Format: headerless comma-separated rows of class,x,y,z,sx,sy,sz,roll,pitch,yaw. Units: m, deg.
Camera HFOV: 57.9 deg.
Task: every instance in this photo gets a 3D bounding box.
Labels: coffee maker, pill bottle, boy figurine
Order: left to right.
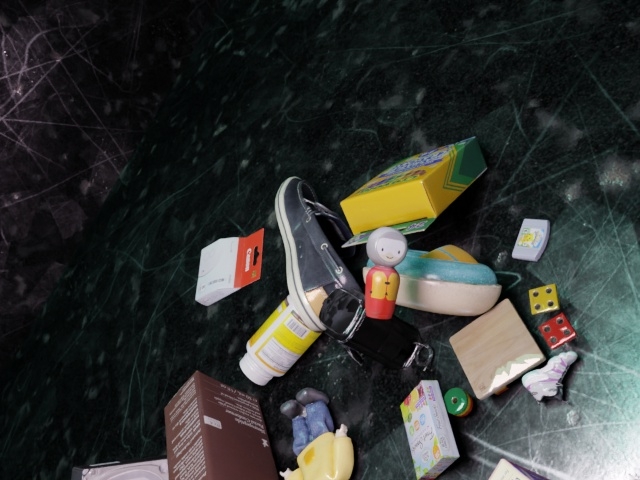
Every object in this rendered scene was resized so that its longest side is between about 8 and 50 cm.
pill bottle,-0.092,0.236,1.363,0.215,0.117,0.117,-49,38,9
boy figurine,-0.010,0.445,1.148,0.177,0.092,0.285,-38,38,18
coffee maker,0.110,0.174,1.142,0.171,0.178,0.120,-8,59,44

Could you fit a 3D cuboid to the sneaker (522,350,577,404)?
sneaker,0.383,0.228,0.929,0.098,0.038,0.069,-40,51,17

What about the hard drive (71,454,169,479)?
hard drive,-0.424,0.655,1.250,0.064,0.236,0.339,-12,72,41

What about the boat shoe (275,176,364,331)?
boat shoe,0.000,0.000,1.382,0.155,0.187,0.500,-29,36,12

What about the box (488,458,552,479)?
box,0.332,0.405,0.704,0.117,0.213,0.243,-57,37,-1

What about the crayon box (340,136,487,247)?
crayon box,0.187,-0.105,1.196,0.203,0.083,0.323,-13,18,41

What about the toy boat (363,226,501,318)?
toy boat,0.177,0.055,1.045,0.267,0.318,0.148,8,93,35

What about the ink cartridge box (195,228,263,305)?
ink cartridge box,-0.275,0.069,1.735,0.232,0.066,0.189,-31,44,35

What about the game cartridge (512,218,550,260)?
game cartridge,0.400,-0.002,1.091,0.056,0.017,0.083,8,70,46

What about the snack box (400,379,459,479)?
snack box,0.189,0.333,1.021,0.100,0.037,0.141,113,156,-44

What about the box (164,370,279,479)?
box,-0.208,0.469,1.216,0.143,0.191,0.381,-49,31,12

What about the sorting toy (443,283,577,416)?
sorting toy,0.320,0.189,1.012,0.274,0.046,0.132,-41,40,20
